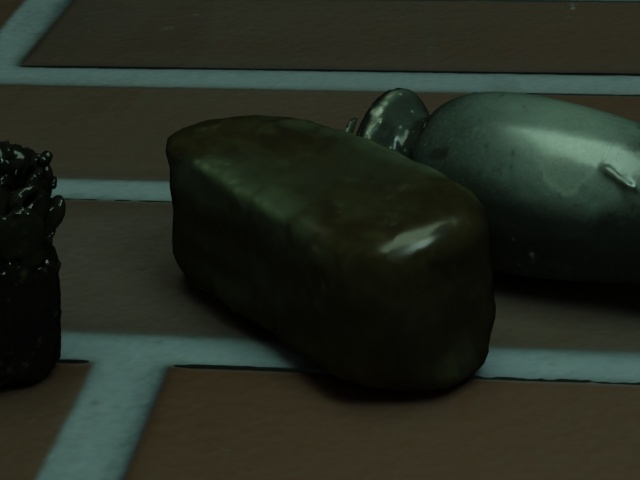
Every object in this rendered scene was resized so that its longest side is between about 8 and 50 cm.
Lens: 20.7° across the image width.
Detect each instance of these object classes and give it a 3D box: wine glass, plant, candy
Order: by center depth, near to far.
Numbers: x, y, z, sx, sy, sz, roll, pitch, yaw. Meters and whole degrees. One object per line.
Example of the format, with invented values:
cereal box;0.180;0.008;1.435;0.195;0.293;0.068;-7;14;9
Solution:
plant;-0.184;0.008;0.962;0.092;0.143;0.094;-9;30;-12
candy;0.000;0.000;1.008;0.102;0.104;0.234;-17;29;-30
wine glass;0.122;-0.034;1.062;0.204;0.111;0.111;10;28;28
